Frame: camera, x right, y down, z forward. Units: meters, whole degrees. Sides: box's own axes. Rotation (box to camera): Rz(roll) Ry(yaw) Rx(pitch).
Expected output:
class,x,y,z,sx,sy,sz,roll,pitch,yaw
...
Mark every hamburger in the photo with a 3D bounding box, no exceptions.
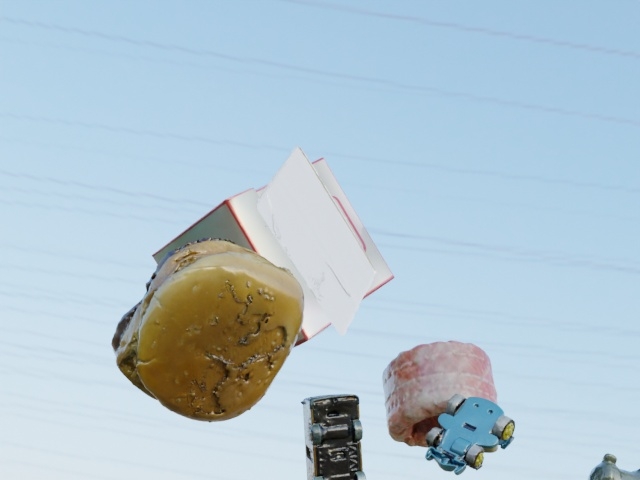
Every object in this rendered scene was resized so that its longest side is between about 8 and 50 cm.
class,x,y,z,sx,sy,sz,roll,pitch,yaw
hamburger,-0.184,0.154,1.644,0.284,0.304,0.174,24,7,-37

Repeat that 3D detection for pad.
class,x,y,z,sx,sy,sz,roll,pitch,yaw
pad,0.000,0.000,1.318,0.004,0.156,0.232,-17,-63,33

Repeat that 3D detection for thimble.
class,x,y,z,sx,sy,sz,roll,pitch,yaw
thimble,0.240,0.309,1.947,0.239,0.162,0.239,-4,-31,-2

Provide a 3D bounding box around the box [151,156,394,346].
class,x,y,z,sx,sy,sz,roll,pitch,yaw
box,-0.096,0.055,1.992,0.314,0.300,0.312,-31,-90,47

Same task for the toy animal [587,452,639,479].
class,x,y,z,sx,sy,sz,roll,pitch,yaw
toy animal,0.462,0.443,1.448,0.108,0.236,0.138,4,-29,-7

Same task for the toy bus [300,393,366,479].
class,x,y,z,sx,sy,sz,roll,pitch,yaw
toy bus,0.023,0.372,1.751,0.098,0.201,0.114,-4,1,-12

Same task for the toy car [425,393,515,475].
class,x,y,z,sx,sy,sz,roll,pitch,yaw
toy car,0.268,0.365,1.746,0.126,0.161,0.098,17,-37,38
